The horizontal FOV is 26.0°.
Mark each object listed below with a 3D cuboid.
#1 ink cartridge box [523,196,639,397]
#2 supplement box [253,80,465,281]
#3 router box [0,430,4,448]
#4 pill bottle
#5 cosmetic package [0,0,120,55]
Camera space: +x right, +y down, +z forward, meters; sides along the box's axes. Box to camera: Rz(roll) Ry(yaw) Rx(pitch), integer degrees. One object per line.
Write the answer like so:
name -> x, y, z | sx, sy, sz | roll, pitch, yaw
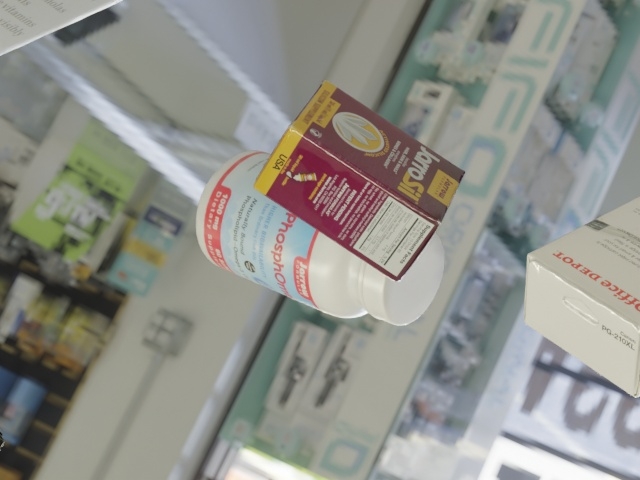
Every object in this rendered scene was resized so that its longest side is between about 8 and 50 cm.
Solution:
ink cartridge box -> 0.365, 0.048, 1.528 | 0.172, 0.237, 0.100 | 35, 139, 40
supplement box -> 0.019, -0.029, 0.658 | 0.083, 0.055, 0.043 | 33, 125, -2
router box -> -0.232, 0.042, 0.612 | 0.179, 0.046, 0.133 | 34, -178, -24
pill bottle -> 0.000, 0.000, 0.926 | 0.160, 0.087, 0.087 | 21, 166, 37
cosmetic package -> -0.259, -0.215, 0.826 | 0.453, 0.162, 0.230 | -21, 163, 13
